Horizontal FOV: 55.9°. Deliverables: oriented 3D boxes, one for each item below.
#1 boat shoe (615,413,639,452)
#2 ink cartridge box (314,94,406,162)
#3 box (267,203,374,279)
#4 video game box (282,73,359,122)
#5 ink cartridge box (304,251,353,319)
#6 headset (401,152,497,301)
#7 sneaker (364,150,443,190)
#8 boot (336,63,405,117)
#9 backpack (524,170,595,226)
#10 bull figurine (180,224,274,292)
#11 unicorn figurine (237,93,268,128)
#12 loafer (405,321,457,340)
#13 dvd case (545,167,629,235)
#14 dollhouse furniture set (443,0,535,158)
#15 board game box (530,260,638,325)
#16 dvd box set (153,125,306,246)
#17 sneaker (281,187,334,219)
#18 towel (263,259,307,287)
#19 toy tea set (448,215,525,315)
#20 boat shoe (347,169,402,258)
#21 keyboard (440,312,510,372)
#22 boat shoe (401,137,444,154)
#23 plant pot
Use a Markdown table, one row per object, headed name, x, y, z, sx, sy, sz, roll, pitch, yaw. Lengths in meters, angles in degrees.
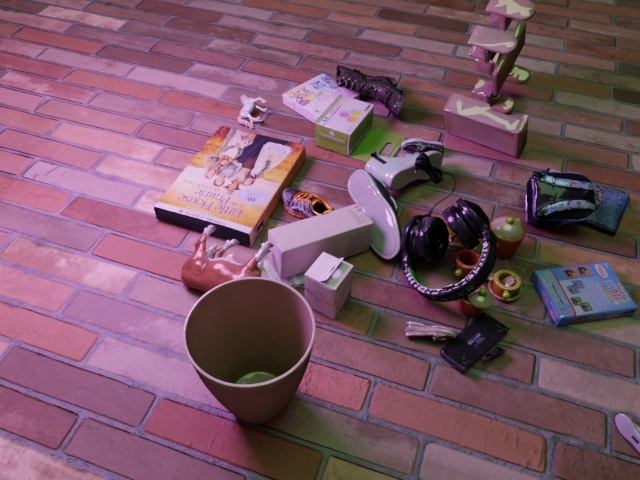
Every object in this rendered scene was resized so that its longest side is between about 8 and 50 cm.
| name | x | y | z | sx | sy | sz | roll | pitch | yaw |
| --- | --- | --- | --- | --- | --- | --- | --- | --- | --- |
| boat shoe | 0.680 | 0.417 | 1.301 | 0.035 | 0.035 | 0.100 | 5 | 36 | -35 |
| ink cartridge box | 0.135 | -0.360 | 1.973 | 0.255 | 0.097 | 0.189 | 21 | 50 | 19 |
| box | 0.000 | 0.000 | 1.608 | 0.275 | 0.113 | 0.094 | -16 | 48 | -24 |
| video game box | 0.002 | -0.502 | 2.138 | 0.205 | 0.048 | 0.187 | -34 | 59 | -29 |
| ink cartridge box | 0.020 | 0.106 | 1.499 | 0.089 | 0.143 | 0.092 | 24 | 50 | 20 |
| headset | 0.311 | -0.039 | 1.563 | 0.243 | 0.185 | 0.394 | -22 | 49 | 30 |
| sneaker | 0.255 | -0.243 | 1.863 | 0.255 | 0.094 | 0.151 | -22 | 41 | -34 |
| boot | 0.162 | -0.522 | 2.094 | 0.228 | 0.091 | 0.263 | 10 | 34 | -17 |
| backpack | 0.680 | -0.115 | 1.716 | 0.173 | 0.117 | 0.158 | 1 | 74 | 5 |
| bull figurine | -0.210 | 0.085 | 1.521 | 0.310 | 0.101 | 0.189 | 17 | 71 | 21 |
| unicorn figurine | -0.240 | -0.458 | 2.082 | 0.111 | 0.060 | 0.162 | 15 | 48 | 12 |
| loafer | 0.267 | 0.228 | 1.465 | 0.125 | 0.045 | 0.039 | 9 | 64 | 16 |
| dvd case | 0.777 | -0.120 | 1.812 | 0.252 | 0.022 | 0.180 | 25 | 52 | 20 |
| dollhouse furniture set | 0.608 | -0.509 | 1.962 | 0.256 | 0.362 | 0.394 | 26 | 79 | 23 |
| board game box | 0.678 | 0.134 | 1.558 | 0.211 | 0.039 | 0.160 | -7 | 48 | -7 |
| dvd box set | -0.260 | -0.179 | 1.819 | 0.307 | 0.062 | 0.420 | 16 | 48 | 14 |
| sneaker | -0.029 | -0.102 | 1.738 | 0.214 | 0.083 | 0.084 | 34 | 56 | 28 |
| towel | -0.113 | 0.085 | 1.600 | 0.151 | 0.023 | 0.113 | -13 | 49 | -13 |
| toy tea set | 0.441 | 0.045 | 1.578 | 0.199 | 0.124 | 0.336 | 5 | 47 | 4 |
| boat shoe | 0.175 | -0.074 | 1.701 | 0.091 | 0.114 | 0.303 | 15 | 47 | -43 |
| keyboard | 0.383 | 0.253 | 1.454 | 0.180 | 0.023 | 0.108 | -33 | 49 | -27 |
| boat shoe | 0.332 | -0.299 | 1.953 | 0.142 | 0.049 | 0.040 | 3 | 47 | -1 |
| plant pot | -0.137 | 0.260 | 1.263 | 0.256 | 0.274 | 0.257 | 0 | 47 | 0 |
